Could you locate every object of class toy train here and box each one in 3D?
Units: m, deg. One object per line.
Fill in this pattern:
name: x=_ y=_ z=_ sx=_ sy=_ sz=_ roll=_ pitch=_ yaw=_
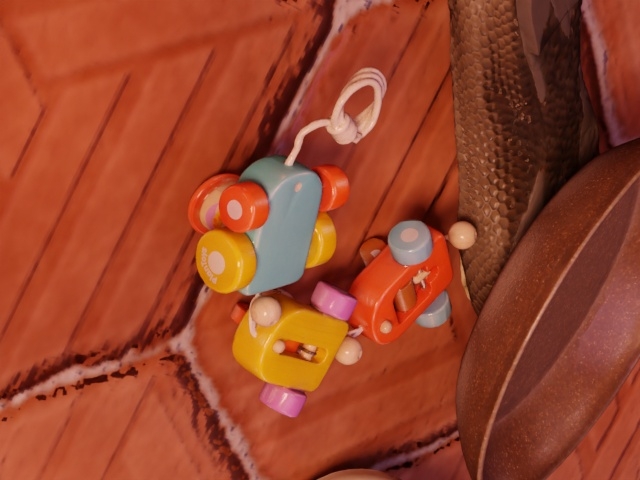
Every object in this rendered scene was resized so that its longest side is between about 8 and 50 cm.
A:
toy train: x=0.000 y=0.000 z=0.812 sx=0.125 sy=0.046 sz=0.166 roll=-48 pitch=145 yaw=-17

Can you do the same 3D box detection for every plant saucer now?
plant saucer: x=0.116 y=0.029 z=0.898 sx=0.198 sy=0.036 sz=0.198 roll=-44 pitch=153 yaw=-30

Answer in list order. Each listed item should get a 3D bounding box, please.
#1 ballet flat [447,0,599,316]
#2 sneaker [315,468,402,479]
ballet flat: x=0.082 y=-0.054 z=0.866 sx=0.084 sy=0.058 sz=0.250 roll=-49 pitch=149 yaw=-33
sneaker: x=0.042 y=0.259 z=0.987 sx=0.131 sy=0.148 sz=0.350 roll=-24 pitch=109 yaw=-13
